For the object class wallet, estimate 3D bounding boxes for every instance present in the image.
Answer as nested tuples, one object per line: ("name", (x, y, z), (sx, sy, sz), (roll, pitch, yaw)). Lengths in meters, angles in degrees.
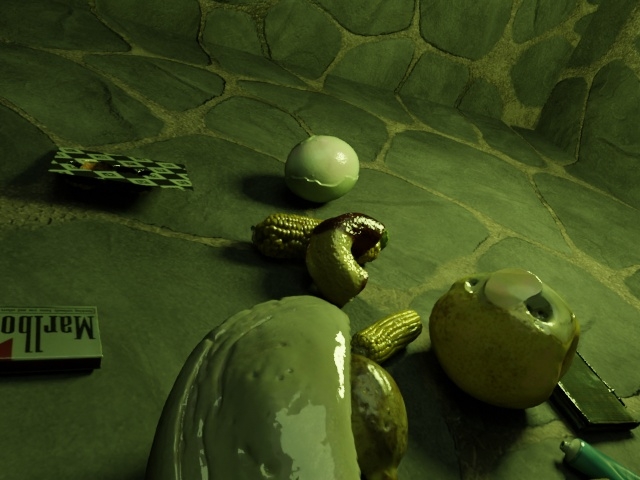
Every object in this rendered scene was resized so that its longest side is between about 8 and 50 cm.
("wallet", (0.517, 0.271, 1.176), (0.169, 0.044, 0.317), (9, 32, -28))

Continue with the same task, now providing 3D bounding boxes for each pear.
("pear", (0.339, 0.183, 1.029), (0.271, 0.271, 0.271), (16, 29, -9))

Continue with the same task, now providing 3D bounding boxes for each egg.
("egg", (-0.003, -0.188, 1.466), (0.183, 0.183, 0.217), (33, 34, 20))

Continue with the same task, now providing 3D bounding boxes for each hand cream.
("hand cream", (0.517, 0.414, 0.940), (0.224, 0.048, 0.083), (31, 27, 6))

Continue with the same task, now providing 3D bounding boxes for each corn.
("corn", (0.129, 0.182, 1.041), (0.072, 0.072, 0.203), (37, 31, 26))
("corn", (0.002, -0.003, 1.235), (0.313, 0.102, 0.102), (5, 33, -27))

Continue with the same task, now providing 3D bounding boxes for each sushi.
("sushi", (-0.441, -0.140, 1.227), (0.290, 0.050, 0.264), (6, 18, -22))

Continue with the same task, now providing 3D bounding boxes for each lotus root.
("lotus root", (0.064, 0.264, 0.809), (0.138, 0.138, 0.214), (0, 47, -34))

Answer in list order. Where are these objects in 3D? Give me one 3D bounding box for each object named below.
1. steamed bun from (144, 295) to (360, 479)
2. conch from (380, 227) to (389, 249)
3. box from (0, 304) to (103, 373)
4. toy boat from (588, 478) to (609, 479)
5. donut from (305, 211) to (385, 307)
("steamed bun", (-0.075, 0.245, 0.603), (0.236, 0.247, 0.383), (3, 43, -10))
("conch", (0.129, -0.014, 1.365), (0.089, 0.074, 0.121), (46, 6, 3))
("box", (-0.410, 0.140, 0.782), (0.178, 0.036, 0.115), (5, 33, -29))
("toy boat", (0.358, 0.400, 0.809), (0.226, 0.088, 0.068), (2, 70, -29))
("donut", (0.053, 0.019, 1.141), (0.141, 0.085, 0.217), (31, 55, -19))
